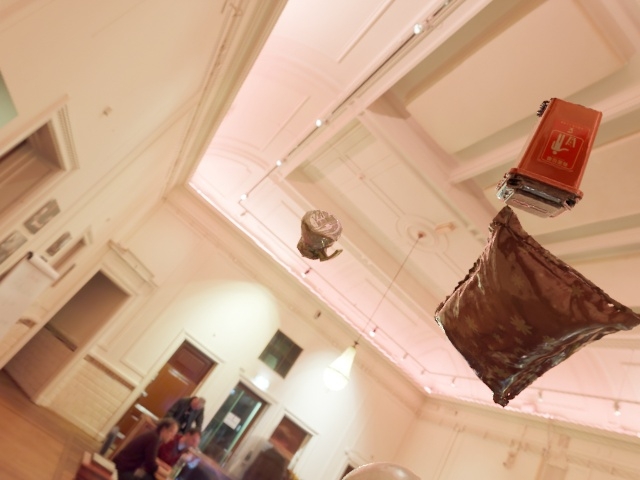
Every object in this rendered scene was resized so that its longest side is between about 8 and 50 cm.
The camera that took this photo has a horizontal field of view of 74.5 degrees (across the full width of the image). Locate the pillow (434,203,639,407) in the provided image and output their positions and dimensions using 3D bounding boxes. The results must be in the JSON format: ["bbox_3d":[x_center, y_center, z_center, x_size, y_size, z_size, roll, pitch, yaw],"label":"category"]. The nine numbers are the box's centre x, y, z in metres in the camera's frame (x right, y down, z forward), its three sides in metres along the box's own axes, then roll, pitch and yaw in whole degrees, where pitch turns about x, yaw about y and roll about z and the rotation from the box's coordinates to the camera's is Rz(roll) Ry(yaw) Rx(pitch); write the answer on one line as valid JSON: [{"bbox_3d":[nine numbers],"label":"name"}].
[{"bbox_3d":[0.151,0.065,0.350,0.118,0.043,0.185,58,-26,31],"label":"pillow"}]

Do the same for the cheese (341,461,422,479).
[{"bbox_3d":[0.110,0.467,0.690,0.154,0.198,0.189,66,5,-51],"label":"cheese"}]

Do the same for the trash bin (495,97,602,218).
[{"bbox_3d":[0.522,-0.180,0.966,0.161,0.239,0.184,24,-6,13],"label":"trash bin"}]

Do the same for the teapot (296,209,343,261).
[{"bbox_3d":[0.000,0.000,0.640,0.083,0.064,0.064,52,-41,28],"label":"teapot"}]
